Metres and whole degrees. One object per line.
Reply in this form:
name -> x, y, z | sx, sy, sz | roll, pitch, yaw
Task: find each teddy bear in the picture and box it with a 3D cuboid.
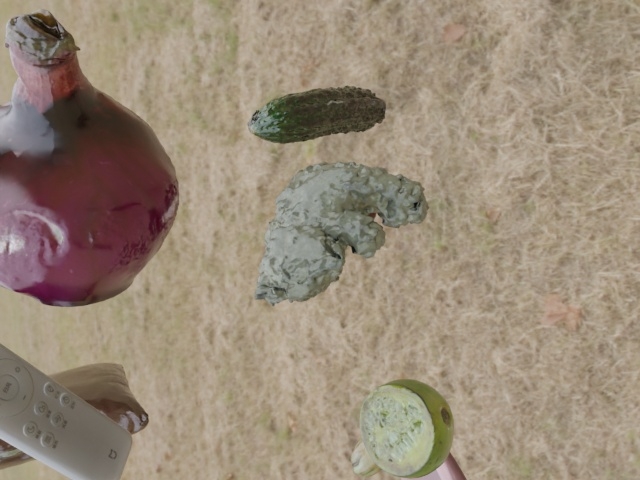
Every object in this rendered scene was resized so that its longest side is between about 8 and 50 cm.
teddy bear -> 0.000, 0.000, 1.247 | 0.357, 0.224, 0.367 | -5, 48, 47

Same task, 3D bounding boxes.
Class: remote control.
remote control -> -0.263, 0.139, 0.523 | 0.029, 0.261, 0.067 | -21, 37, 25

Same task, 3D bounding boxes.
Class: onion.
onion -> -0.398, -0.137, 0.934 | 0.398, 0.399, 0.420 | 52, 131, 41

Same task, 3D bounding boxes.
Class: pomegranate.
pomegranate -> 0.181, 0.407, 1.237 | 0.190, 0.159, 0.240 | 25, 94, 39

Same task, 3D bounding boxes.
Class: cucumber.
cucumber -> 0.001, -0.181, 0.852 | 0.077, 0.265, 0.077 | 10, 109, 32

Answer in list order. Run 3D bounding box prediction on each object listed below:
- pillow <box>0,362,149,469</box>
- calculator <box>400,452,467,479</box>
pillow -> -0.491, 0.307, 1.076 | 0.305, 0.308, 0.108 | 14, 109, 62
calculator -> 0.287, 0.629, 1.523 | 0.329, 0.048, 0.220 | 60, 139, 45
